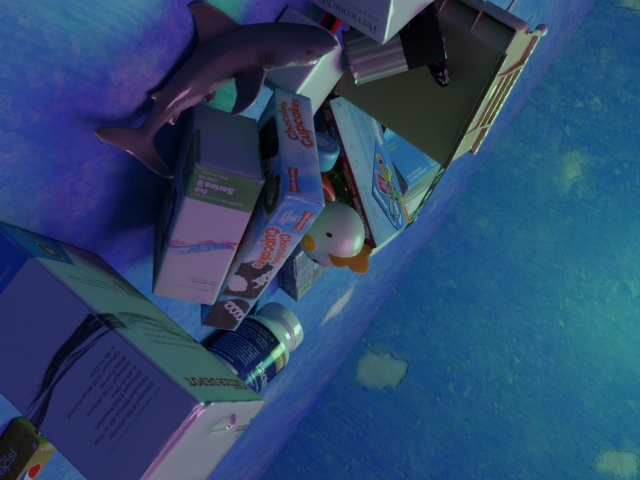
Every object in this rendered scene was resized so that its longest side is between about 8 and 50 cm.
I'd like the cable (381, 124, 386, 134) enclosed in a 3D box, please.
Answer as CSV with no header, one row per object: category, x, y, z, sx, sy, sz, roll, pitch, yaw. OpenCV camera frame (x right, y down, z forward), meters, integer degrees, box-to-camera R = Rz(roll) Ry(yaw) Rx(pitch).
cable,0.203,-0.324,1.440,0.287,0.072,0.139,-59,164,25

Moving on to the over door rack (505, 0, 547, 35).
over door rack,0.347,-0.461,1.233,0.239,0.108,0.325,-114,-135,-65

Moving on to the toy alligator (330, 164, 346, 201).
toy alligator,0.033,-0.135,1.412,0.190,0.056,0.051,-53,-154,-7

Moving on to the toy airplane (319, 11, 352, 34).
toy airplane,0.027,-0.343,0.998,0.151,0.028,0.151,-48,162,-21

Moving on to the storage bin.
storage bin,0.183,-0.300,1.103,0.123,0.262,0.261,-33,154,-45

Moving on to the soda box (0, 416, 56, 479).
soda box,-0.468,0.351,0.994,0.181,0.061,0.058,-54,163,4

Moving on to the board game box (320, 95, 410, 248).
board game box,0.088,-0.140,1.248,0.027,0.282,0.145,-8,-164,39

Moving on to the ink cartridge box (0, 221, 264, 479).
ink cartridge box,-0.238,0.134,0.743,0.129,0.307,0.223,-53,163,-3

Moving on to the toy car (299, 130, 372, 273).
toy car,-0.016,-0.024,1.125,0.210,0.238,0.219,-20,145,-46

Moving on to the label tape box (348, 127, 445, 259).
label tape box,0.185,-0.144,1.454,0.240,0.105,0.334,-36,159,-46

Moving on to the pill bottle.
pill bottle,-0.166,0.262,1.487,0.264,0.153,0.153,-41,160,-39

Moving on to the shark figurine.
shark figurine,-0.138,-0.204,0.765,0.278,0.166,0.116,-34,135,-6

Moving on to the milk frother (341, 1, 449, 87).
milk frother,0.115,-0.265,0.972,0.129,0.134,0.143,-86,159,-54

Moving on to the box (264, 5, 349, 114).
box,-0.028,-0.248,0.934,0.101,0.087,0.102,-54,164,3

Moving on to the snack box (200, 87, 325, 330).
snack box,-0.094,-0.031,0.931,0.060,0.187,0.322,11,140,-24

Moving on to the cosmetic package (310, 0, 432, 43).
cosmetic package,0.075,-0.383,0.828,0.151,0.151,0.184,-45,161,-26

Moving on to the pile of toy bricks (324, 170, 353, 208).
pile of toy bricks,0.022,-0.117,1.321,0.118,0.105,0.212,-30,127,-9

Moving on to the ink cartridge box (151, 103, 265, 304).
ink cartridge box,-0.152,-0.045,0.869,0.154,0.093,0.213,-103,-149,-50

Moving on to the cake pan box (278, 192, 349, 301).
cake pan box,0.000,0.000,1.561,0.246,0.070,0.267,-46,162,-19
